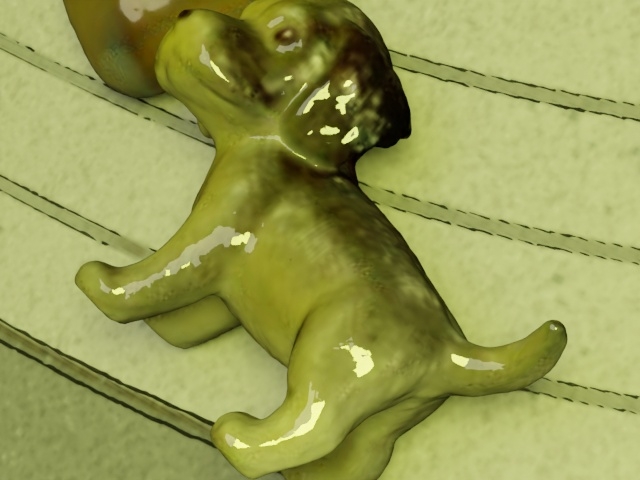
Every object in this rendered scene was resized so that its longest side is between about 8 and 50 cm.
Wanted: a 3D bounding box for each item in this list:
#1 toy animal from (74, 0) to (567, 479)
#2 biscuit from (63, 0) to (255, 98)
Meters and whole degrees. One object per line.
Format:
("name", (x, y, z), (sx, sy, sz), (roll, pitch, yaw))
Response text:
("toy animal", (-0.015, 0.001, 0.742), (0.168, 0.121, 0.233), (-35, 60, 8))
("biscuit", (-0.025, -0.228, 0.857), (0.290, 0.062, 0.237), (-29, 63, 12))
